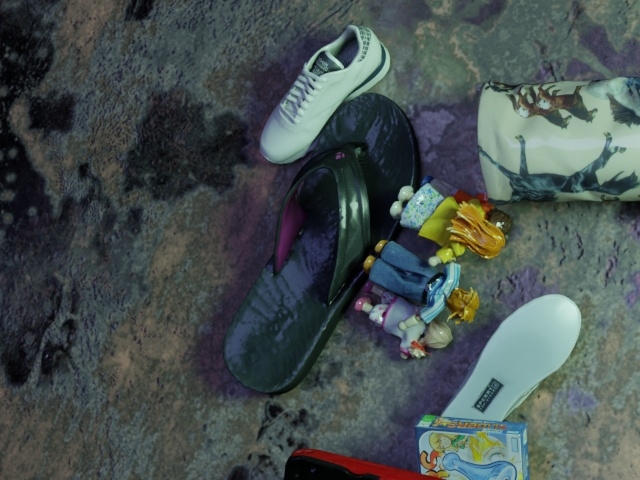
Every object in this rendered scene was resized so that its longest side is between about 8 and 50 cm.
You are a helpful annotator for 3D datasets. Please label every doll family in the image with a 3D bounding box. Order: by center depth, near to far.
[{"bbox_3d":[0.150,0.030,1.831,0.163,0.118,0.263,27,89,25],"label":"doll family"}]

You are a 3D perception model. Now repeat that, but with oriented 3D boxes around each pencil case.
[{"bbox_3d":[0.385,-0.139,1.753,0.410,0.160,0.183,-3,54,22],"label":"pencil case"}]

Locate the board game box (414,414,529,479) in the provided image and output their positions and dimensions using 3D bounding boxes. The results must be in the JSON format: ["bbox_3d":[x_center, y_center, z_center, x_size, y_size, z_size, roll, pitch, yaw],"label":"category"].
[{"bbox_3d":[0.192,0.319,1.739,0.136,0.035,0.201,1,109,23],"label":"board game box"}]

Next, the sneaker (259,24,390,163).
[{"bbox_3d":[-0.010,-0.209,1.970,0.235,0.095,0.090,-48,67,7],"label":"sneaker"}]

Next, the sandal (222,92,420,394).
[{"bbox_3d":[0.001,0.002,1.906,0.167,0.107,0.446,24,87,25],"label":"sandal"}]

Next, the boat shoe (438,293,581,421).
[{"bbox_3d":[0.230,0.168,1.783,0.095,0.084,0.258,43,98,0],"label":"boat shoe"}]

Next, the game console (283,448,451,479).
[{"bbox_3d":[0.086,0.477,1.740,0.342,0.060,0.386,8,93,34],"label":"game console"}]
